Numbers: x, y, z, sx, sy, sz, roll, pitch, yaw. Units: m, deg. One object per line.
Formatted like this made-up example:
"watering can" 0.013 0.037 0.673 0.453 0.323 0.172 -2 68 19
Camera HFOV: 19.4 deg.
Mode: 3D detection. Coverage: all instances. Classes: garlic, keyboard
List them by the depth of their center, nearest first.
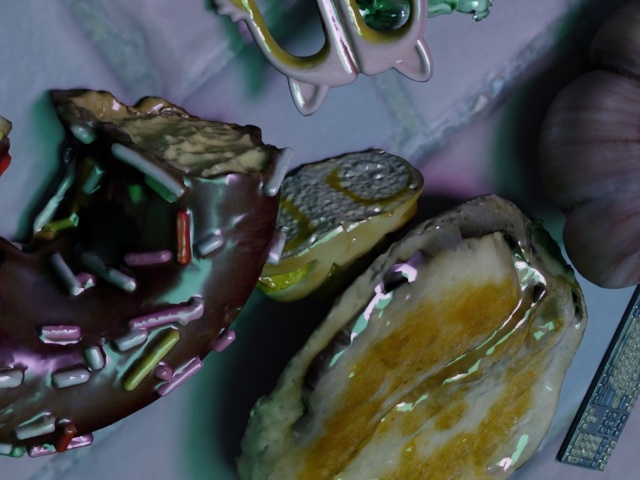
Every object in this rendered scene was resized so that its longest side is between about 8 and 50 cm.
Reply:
"garlic" 0.241 -0.072 1.432 0.160 0.191 0.214 -21 86 -14
"keyboard" 0.264 0.120 1.642 0.055 0.014 0.176 15 103 -36

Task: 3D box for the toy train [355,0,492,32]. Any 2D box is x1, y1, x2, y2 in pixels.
"toy train" 0.060 -0.197 1.297 0.149 0.081 0.099 -16 121 -35

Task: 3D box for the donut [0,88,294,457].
"donut" -0.193 0.014 1.191 0.345 0.136 0.259 16 100 -38

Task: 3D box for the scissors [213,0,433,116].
"scissors" -0.020 -0.233 1.216 0.160 0.024 0.317 -15 114 14

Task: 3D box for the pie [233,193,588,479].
"pie" 0.078 0.107 1.447 0.339 0.077 0.339 -29 140 -28

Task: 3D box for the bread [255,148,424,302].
"bread" 0.000 0.000 1.358 0.157 0.083 0.094 -13 132 -31
